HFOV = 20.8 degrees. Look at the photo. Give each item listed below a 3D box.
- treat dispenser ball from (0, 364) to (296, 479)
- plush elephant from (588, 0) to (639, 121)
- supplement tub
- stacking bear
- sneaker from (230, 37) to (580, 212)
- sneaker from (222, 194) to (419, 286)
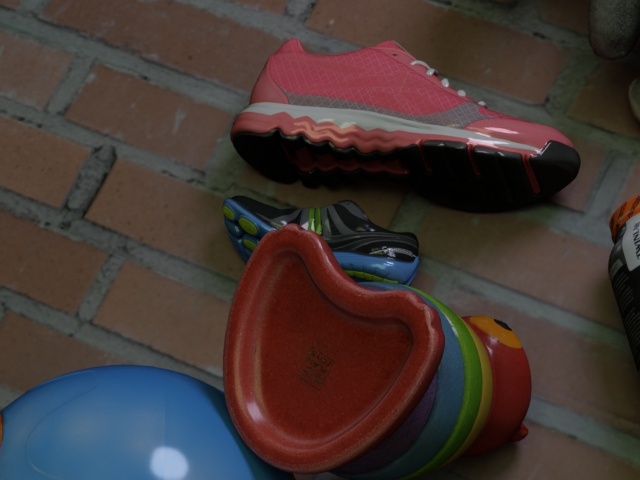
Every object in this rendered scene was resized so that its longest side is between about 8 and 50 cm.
[{"bbox_3d":[-0.151,0.238,1.327,0.288,0.288,0.288,-4,65,8],"label":"treat dispenser ball"},{"bbox_3d":[0.289,-0.306,1.528,0.272,0.330,0.255,-40,47,-1],"label":"plush elephant"},{"bbox_3d":[0.304,0.056,1.423,0.117,0.117,0.190,-14,62,3],"label":"supplement tub"},{"bbox_3d":[0.068,0.108,1.355,0.175,0.289,0.164,32,99,33],"label":"stacking bear"},{"bbox_3d":[0.079,-0.118,1.547,0.313,0.116,0.136,9,66,14],"label":"sneaker"},{"bbox_3d":[0.000,0.000,1.543,0.188,0.067,0.078,16,48,18],"label":"sneaker"}]
